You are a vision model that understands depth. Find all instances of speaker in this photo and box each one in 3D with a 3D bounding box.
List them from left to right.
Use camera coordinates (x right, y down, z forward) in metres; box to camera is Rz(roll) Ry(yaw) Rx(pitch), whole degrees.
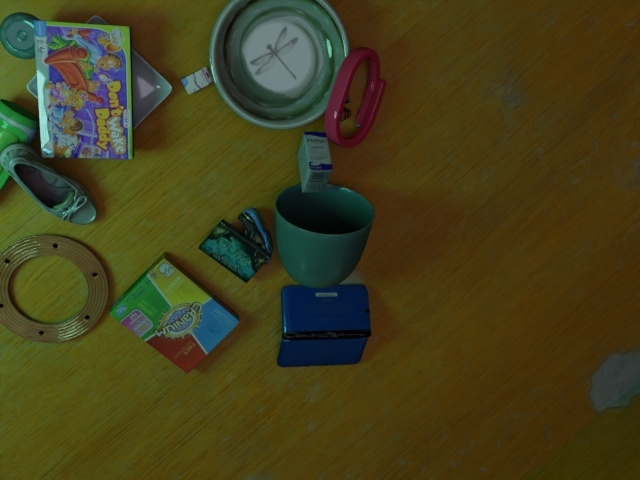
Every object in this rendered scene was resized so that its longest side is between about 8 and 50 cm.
[{"bbox_3d":[-0.877,-0.223,1.693,0.131,0.131,0.296,32,96,-20],"label":"speaker"}]

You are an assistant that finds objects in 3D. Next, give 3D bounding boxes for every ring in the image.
[{"bbox_3d":[-0.800,0.142,1.869,0.337,0.032,0.336,-4,107,-12],"label":"ring"}]

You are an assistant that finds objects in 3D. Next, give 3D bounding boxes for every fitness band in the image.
[{"bbox_3d":[0.102,-0.415,1.851,0.209,0.054,0.290,-1,112,-55],"label":"fitness band"}]

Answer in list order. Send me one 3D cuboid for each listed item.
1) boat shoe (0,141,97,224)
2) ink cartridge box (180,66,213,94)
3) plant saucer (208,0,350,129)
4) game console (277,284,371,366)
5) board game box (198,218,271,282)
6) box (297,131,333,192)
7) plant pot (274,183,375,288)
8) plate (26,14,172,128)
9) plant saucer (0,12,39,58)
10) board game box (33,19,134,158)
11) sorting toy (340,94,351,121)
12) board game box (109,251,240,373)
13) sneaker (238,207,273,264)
[{"bbox_3d":[-0.726,-0.134,1.718,0.118,0.103,0.320,-40,138,-5],"label":"boat shoe"},{"bbox_3d":[-0.350,-0.455,1.804,0.083,0.028,0.048,-29,111,-5],"label":"ink cartridge box"},{"bbox_3d":[-0.117,-0.521,1.804,0.401,0.100,0.400,-4,107,-12],"label":"plant saucer"},{"bbox_3d":[0.004,0.285,2.110,0.293,0.173,0.250,1,75,-14],"label":"game console"},{"bbox_3d":[-0.262,0.034,1.936,0.186,0.026,0.126,37,117,-13],"label":"board game box"},{"bbox_3d":[-0.018,-0.230,1.870,0.072,0.126,0.137,-2,63,-14],"label":"box"},{"bbox_3d":[0.000,0.000,1.895,0.293,0.293,0.235,-1,124,-13],"label":"plant pot"},{"bbox_3d":[-0.601,-0.421,1.744,0.278,0.045,0.277,-45,110,2],"label":"plate"},{"bbox_3d":[-0.787,-0.541,1.676,0.120,0.021,0.119,-4,107,-13],"label":"plant saucer"},{"bbox_3d":[-0.620,-0.395,1.682,0.234,0.078,0.346,-1,106,-13],"label":"board game box"},{"bbox_3d":[0.075,-0.408,1.905,0.042,0.061,0.101,-6,130,-13],"label":"sorting toy"},{"bbox_3d":[-0.446,0.228,1.962,0.242,0.064,0.316,-46,111,2],"label":"board game box"},{"bbox_3d":[-0.200,-0.011,1.961,0.078,0.067,0.188,-16,112,14],"label":"sneaker"}]
